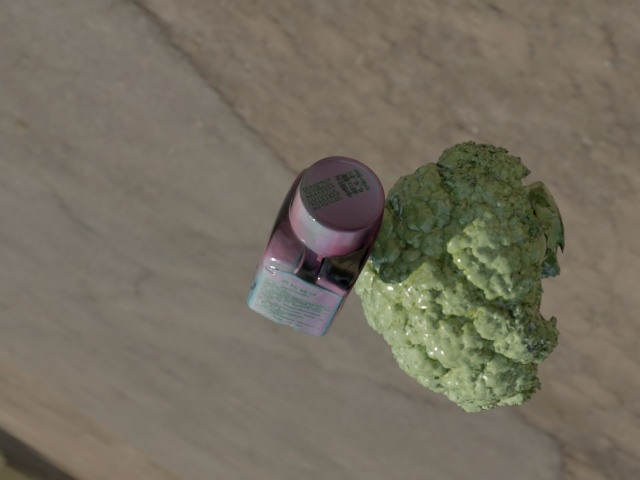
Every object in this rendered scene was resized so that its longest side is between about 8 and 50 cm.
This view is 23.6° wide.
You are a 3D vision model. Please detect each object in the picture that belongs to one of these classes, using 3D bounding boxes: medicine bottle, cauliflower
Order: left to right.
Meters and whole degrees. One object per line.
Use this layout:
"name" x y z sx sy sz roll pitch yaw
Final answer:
"medicine bottle" 0.000 0.000 1.451 0.094 0.119 0.188 23 151 -1
"cauliflower" 0.170 0.034 1.594 0.272 0.250 0.275 59 149 -4
